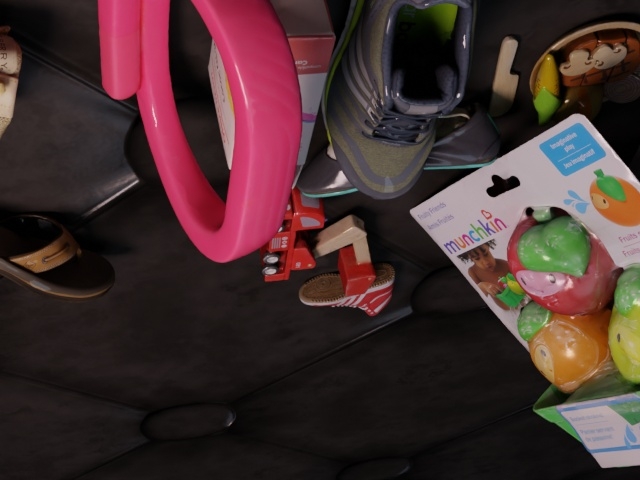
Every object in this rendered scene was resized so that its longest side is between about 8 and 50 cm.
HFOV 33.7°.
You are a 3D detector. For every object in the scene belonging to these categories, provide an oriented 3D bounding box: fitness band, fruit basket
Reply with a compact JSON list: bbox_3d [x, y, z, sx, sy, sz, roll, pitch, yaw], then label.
[{"bbox_3d":[-0.091,-0.107,0.785,0.054,0.209,0.291,-28,156,-24],"label":"fitness band"},{"bbox_3d":[0.265,0.069,1.049,0.353,0.165,0.327,45,154,-7],"label":"fruit basket"}]

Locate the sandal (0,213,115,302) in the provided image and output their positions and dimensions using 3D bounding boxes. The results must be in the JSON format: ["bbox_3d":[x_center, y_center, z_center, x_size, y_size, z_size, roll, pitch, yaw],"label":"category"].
[{"bbox_3d":[-0.289,0.001,1.046,0.219,0.090,0.060,27,111,-38],"label":"sandal"}]

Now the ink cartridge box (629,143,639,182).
[{"bbox_3d":[0.404,-0.045,1.076,0.082,0.190,0.139,-10,150,-7],"label":"ink cartridge box"}]

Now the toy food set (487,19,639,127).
[{"bbox_3d":[0.260,-0.154,0.994,0.192,0.038,0.132,-10,150,-3],"label":"toy food set"}]

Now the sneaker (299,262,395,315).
[{"bbox_3d":[0.034,0.067,1.289,0.119,0.042,0.067,-13,147,-2],"label":"sneaker"}]

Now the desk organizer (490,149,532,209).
[{"bbox_3d":[0.244,-0.063,1.138,0.130,0.047,0.050,0,151,-19],"label":"desk organizer"}]

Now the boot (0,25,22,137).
[{"bbox_3d":[-0.316,-0.148,0.747,0.204,0.095,0.262,1,150,-19],"label":"boot"}]

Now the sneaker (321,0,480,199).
[{"bbox_3d":[0.063,-0.130,0.858,0.111,0.121,0.300,-2,141,-5],"label":"sneaker"}]

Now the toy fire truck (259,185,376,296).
[{"bbox_3d":[0.000,0.000,1.158,0.135,0.047,0.192,-6,149,-11],"label":"toy fire truck"}]

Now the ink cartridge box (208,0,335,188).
[{"bbox_3d":[-0.046,-0.136,0.842,0.067,0.115,0.198,-5,149,-14],"label":"ink cartridge box"}]

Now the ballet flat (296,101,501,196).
[{"bbox_3d":[0.069,-0.095,1.013,0.203,0.074,0.074,-10,151,9],"label":"ballet flat"}]
